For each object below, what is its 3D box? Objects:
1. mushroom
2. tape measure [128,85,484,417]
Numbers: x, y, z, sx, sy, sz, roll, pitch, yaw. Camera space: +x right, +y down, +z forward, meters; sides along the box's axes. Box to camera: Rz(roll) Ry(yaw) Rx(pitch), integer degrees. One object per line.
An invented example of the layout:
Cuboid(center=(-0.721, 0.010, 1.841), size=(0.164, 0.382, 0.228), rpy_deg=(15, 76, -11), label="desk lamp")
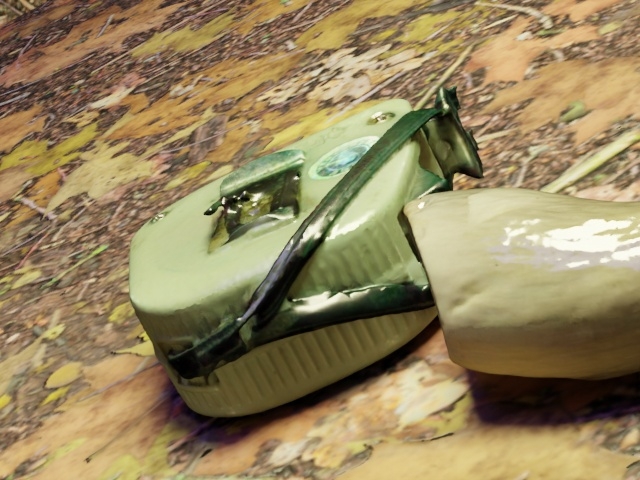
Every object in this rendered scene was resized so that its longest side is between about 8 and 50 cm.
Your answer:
Cuboid(center=(0.143, 0.020, 0.829), size=(0.247, 0.096, 0.108), rpy_deg=(-5, 30, 34), label="mushroom")
Cuboid(center=(0.000, 0.000, 1.010), size=(0.235, 0.115, 0.207), rpy_deg=(-25, 19, 4), label="tape measure")
